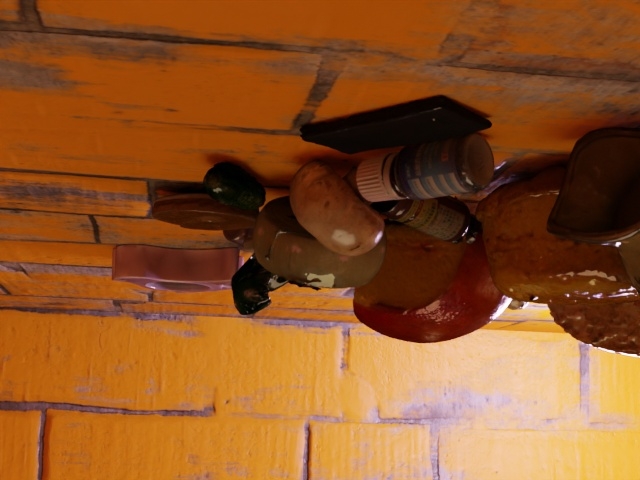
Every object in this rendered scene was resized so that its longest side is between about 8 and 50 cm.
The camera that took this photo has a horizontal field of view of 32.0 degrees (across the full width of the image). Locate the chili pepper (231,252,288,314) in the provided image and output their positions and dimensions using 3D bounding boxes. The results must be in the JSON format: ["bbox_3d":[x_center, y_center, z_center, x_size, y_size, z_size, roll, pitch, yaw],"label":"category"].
[{"bbox_3d":[-0.137,0.081,2.462,0.148,0.116,0.264,-35,-175,13],"label":"chili pepper"}]

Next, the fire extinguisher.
[{"bbox_3d":[0.197,-0.057,1.841,0.252,0.106,0.075,20,153,-38],"label":"fire extinguisher"}]

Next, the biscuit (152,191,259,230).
[{"bbox_3d":[-0.201,-0.055,1.989,0.181,0.049,0.208,-4,168,29],"label":"biscuit"}]

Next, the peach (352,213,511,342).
[{"bbox_3d":[0.226,0.075,2.114,0.306,0.242,0.380,4,170,12],"label":"peach"}]

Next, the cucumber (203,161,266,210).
[{"bbox_3d":[-0.133,-0.082,1.806,0.069,0.069,0.227,-1,172,15],"label":"cucumber"}]

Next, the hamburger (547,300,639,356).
[{"bbox_3d":[0.660,0.090,2.083,0.445,0.268,0.287,-6,171,29],"label":"hamburger"}]

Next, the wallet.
[{"bbox_3d":[0.099,-0.149,1.508,0.244,0.025,0.124,-8,166,40],"label":"wallet"}]

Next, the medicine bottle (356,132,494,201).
[{"bbox_3d":[0.147,-0.099,1.605,0.203,0.083,0.083,-9,165,42],"label":"medicine bottle"}]

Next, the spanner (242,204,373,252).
[{"bbox_3d":[-0.002,-0.025,2.074,0.325,0.040,0.096,-16,175,37],"label":"spanner"}]

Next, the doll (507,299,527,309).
[{"bbox_3d":[0.356,0.073,2.388,0.175,0.149,0.278,-30,-155,-36],"label":"doll"}]

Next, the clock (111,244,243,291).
[{"bbox_3d":[-0.310,0.064,2.569,0.290,0.080,0.275,-7,167,36],"label":"clock"}]

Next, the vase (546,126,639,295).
[{"bbox_3d":[0.506,-0.025,1.459,0.302,0.241,0.329,29,164,-19],"label":"vase"}]

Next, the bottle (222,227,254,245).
[{"bbox_3d":[-0.139,-0.012,2.196,0.053,0.053,0.140,-3,168,25],"label":"bottle"}]

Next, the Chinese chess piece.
[{"bbox_3d":[0.000,0.000,1.881,0.238,0.092,0.238,9,-158,-4],"label":"Chinese chess piece"}]

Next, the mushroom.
[{"bbox_3d":[0.029,-0.055,1.717,0.166,0.127,0.166,37,-172,-6],"label":"mushroom"}]

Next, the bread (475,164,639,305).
[{"bbox_3d":[0.432,-0.001,1.778,0.337,0.204,0.358,0,169,-19],"label":"bread"}]
